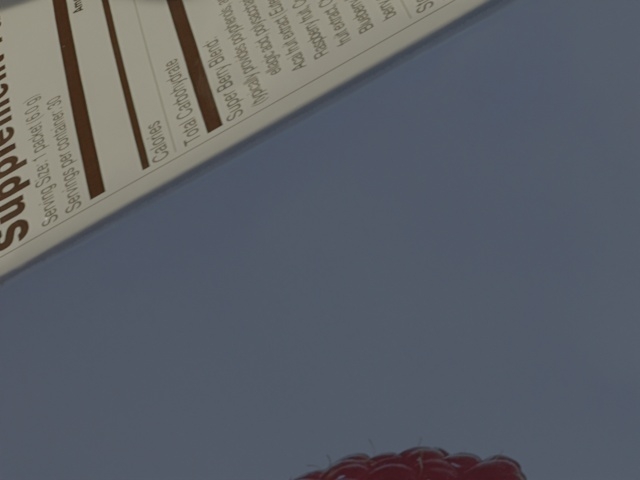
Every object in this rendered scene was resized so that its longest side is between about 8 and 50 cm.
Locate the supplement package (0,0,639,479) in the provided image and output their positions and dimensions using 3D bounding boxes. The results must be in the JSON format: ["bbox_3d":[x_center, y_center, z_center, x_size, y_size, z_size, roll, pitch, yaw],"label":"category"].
[{"bbox_3d":[0.000,0.000,0.550,0.177,0.293,0.175,56,-172,-33],"label":"supplement package"}]
